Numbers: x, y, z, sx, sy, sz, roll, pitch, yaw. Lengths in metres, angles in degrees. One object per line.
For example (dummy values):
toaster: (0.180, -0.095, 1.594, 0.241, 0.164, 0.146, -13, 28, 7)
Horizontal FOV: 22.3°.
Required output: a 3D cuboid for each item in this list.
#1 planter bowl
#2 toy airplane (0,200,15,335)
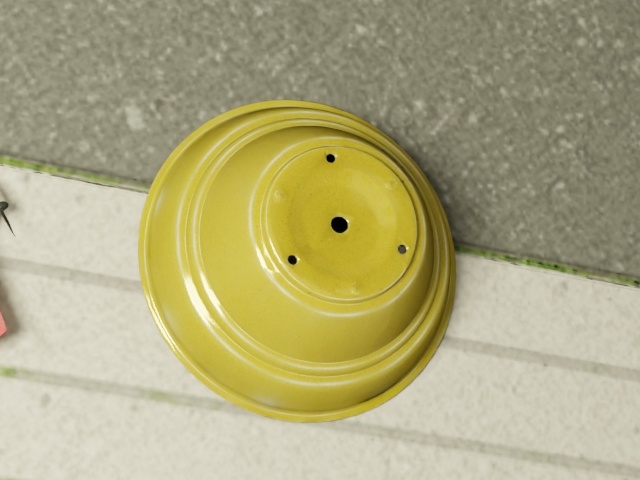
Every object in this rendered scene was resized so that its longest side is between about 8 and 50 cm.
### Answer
planter bowl: (0.000, 0.000, 1.016, 0.217, 0.090, 0.217, 5, 74, -16)
toy airplane: (-0.253, 0.011, 0.964, 0.151, 0.028, 0.151, 5, 73, -16)
